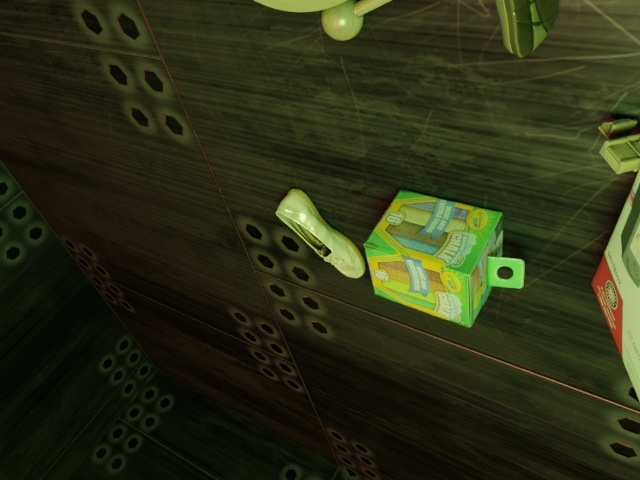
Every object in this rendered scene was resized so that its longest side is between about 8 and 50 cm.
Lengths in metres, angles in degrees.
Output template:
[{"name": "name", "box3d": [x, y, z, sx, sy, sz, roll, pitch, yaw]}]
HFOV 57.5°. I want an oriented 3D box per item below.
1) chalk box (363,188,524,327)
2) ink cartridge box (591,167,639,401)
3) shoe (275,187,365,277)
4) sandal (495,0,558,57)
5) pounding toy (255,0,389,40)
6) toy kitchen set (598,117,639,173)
[{"name": "chalk box", "box3d": [0.194, 0.031, 0.875, 0.213, 0.132, 0.132, 17, 144, 30]}, {"name": "ink cartridge box", "box3d": [0.392, 0.037, 0.564, 0.131, 0.226, 0.306, -7, 140, 6]}, {"name": "shoe", "box3d": [0.000, 0.000, 1.100, 0.219, 0.058, 0.076, 48, 148, -16]}, {"name": "sandal", "box3d": [0.184, -0.278, 0.546, 0.060, 0.090, 0.219, 41, 164, 39]}, {"name": "pounding toy", "box3d": [-0.003, -0.344, 0.635, 0.237, 0.110, 0.183, 22, 149, -36]}, {"name": "toy kitchen set", "box3d": [0.334, -0.123, 0.598, 0.075, 0.083, 0.068, 91, 162, -53]}]
